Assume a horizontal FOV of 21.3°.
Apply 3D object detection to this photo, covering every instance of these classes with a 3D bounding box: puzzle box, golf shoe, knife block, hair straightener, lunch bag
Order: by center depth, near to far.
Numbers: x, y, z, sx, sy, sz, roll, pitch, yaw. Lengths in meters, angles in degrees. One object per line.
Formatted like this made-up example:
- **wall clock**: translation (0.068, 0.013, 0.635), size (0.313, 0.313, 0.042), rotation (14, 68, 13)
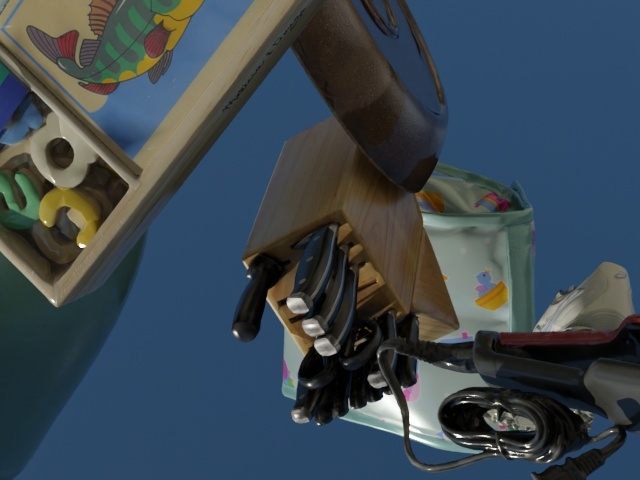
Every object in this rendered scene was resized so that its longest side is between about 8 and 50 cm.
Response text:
- **hair straightener**: translation (0.099, 0.066, 0.702), size (0.230, 0.047, 0.089), rotation (3, -136, 48)
- **puzzle box**: translation (-0.115, -0.197, 0.892), size (0.272, 0.409, 0.052), rotation (44, -153, 9)
- **golf shoe**: translation (0.166, 0.077, 1.142), size (0.069, 0.176, 0.086), rotation (23, -120, -10)
- **knife block**: translation (0.000, 0.000, 1.226), size (0.088, 0.242, 0.276), rotation (-25, -114, 19)
- **lunch bag**: translation (0.093, 0.052, 1.465), size (0.160, 0.223, 0.262), rotation (-13, -161, -38)

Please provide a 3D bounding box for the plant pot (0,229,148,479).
- **plant pot**: translation (-0.252, -0.011, 1.146), size (0.293, 0.235, 0.293), rotation (32, -153, -19)

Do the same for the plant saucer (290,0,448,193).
- **plant saucer**: translation (0.020, -0.183, 1.298), size (0.050, 0.310, 0.311), rotation (-29, -135, 14)
